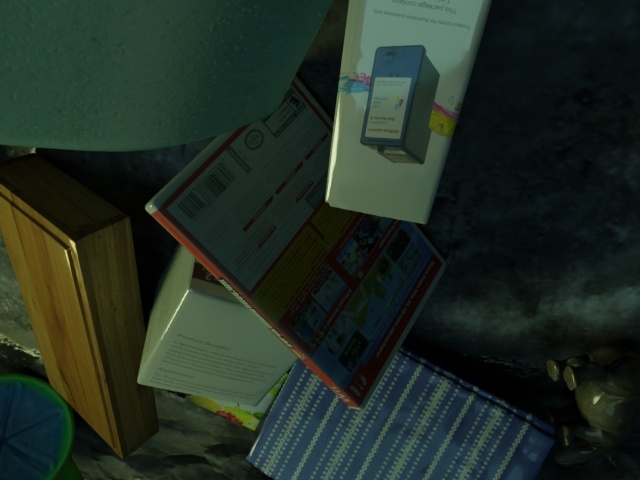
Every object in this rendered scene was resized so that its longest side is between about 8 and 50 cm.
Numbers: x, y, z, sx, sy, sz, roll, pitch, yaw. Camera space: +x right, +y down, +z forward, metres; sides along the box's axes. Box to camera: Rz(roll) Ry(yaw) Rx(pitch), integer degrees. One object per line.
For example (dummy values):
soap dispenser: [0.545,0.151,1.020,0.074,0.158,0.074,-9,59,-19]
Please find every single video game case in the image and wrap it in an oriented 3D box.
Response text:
video game case: [0.000,0.000,0.511,0.285,0.204,0.025,48,150,-18]

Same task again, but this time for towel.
towel: [0.100,0.266,0.661,0.336,0.040,0.243,28,92,8]

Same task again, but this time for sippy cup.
sippy cup: [-0.599,0.397,0.951,0.224,0.240,0.306,-47,64,46]

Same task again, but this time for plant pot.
plant pot: [-0.125,-0.210,0.350,0.252,0.248,0.247,9,145,-25]

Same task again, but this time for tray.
tray: [-0.333,0.108,0.704,0.202,0.076,0.411,29,132,27]

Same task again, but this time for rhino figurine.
rhino figurine: [0.346,0.224,0.644,0.106,0.073,0.243,-11,124,1]

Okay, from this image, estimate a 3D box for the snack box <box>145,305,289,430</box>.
snack box: [-0.157,0.175,0.752,0.207,0.070,0.175,25,129,-4]

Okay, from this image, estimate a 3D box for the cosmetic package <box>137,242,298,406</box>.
cosmetic package: [-0.104,0.073,0.594,0.151,0.151,0.184,20,129,-23]

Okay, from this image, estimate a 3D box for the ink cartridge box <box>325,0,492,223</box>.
ink cartridge box: [0.069,-0.144,0.411,0.093,0.154,0.213,13,126,4]
